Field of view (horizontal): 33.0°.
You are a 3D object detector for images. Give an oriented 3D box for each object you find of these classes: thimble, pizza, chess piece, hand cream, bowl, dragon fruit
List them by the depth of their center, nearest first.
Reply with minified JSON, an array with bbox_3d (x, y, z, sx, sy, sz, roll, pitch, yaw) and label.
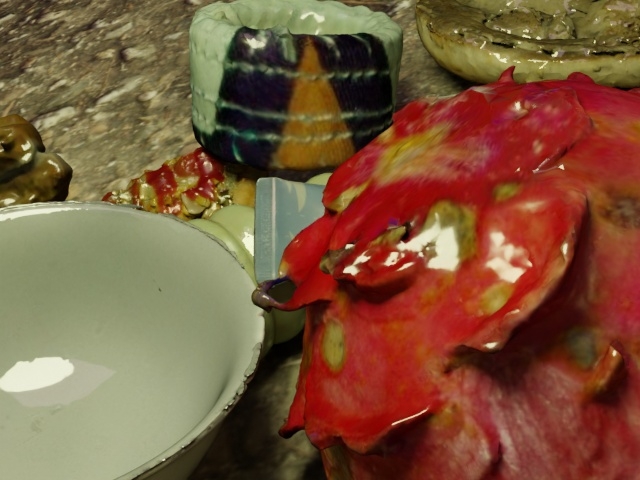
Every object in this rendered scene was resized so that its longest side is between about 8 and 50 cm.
[{"bbox_3d":[0.141,0.022,0.714,0.370,0.249,0.386,-32,21,-23],"label":"dragon fruit"},{"bbox_3d":[-0.208,0.127,0.796,0.345,0.157,0.346,-1,34,1],"label":"bowl"},{"bbox_3d":[0.062,-0.006,0.903,0.255,0.088,0.055,0,4,-25],"label":"hand cream"},{"bbox_3d":[0.000,0.000,0.956,0.243,0.133,0.133,-27,35,-27],"label":"chess piece"},{"bbox_3d":[-0.034,-0.170,1.136,0.237,0.150,0.237,4,23,-2],"label":"thimble"},{"bbox_3d":[-0.153,-0.054,1.141,0.198,0.062,0.188,-17,32,2],"label":"pizza"}]

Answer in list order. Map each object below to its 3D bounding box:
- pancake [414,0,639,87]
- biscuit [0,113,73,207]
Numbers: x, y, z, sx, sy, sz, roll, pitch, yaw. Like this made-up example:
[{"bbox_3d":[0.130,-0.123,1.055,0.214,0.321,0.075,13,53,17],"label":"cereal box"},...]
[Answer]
[{"bbox_3d":[0.294,-0.262,1.225,0.386,0.082,0.387,-6,34,4],"label":"pancake"},{"bbox_3d":[-0.422,0.005,1.056,0.366,0.115,0.268,-31,9,-15],"label":"biscuit"}]
